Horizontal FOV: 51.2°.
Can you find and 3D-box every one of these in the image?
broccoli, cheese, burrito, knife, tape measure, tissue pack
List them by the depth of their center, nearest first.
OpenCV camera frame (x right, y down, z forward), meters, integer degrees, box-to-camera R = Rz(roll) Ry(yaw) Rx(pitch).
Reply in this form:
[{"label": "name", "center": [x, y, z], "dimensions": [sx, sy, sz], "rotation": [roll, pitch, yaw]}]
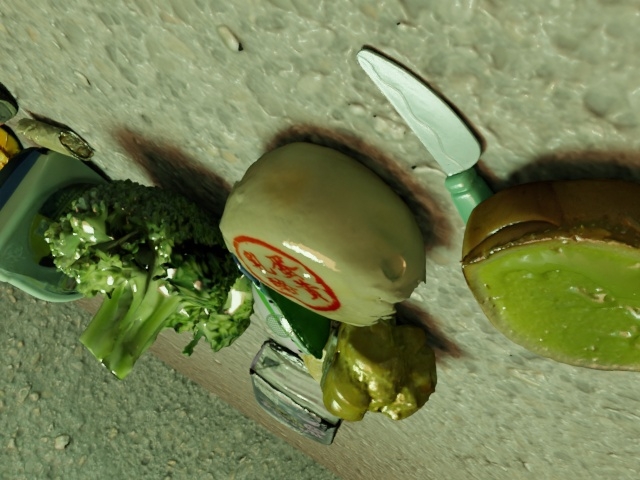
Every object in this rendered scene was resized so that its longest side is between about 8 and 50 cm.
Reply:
[{"label": "knife", "center": [0.124, -0.077, 0.623], "dimensions": [0.063, 0.035, 0.260], "rotation": [-5, 134, 50]}, {"label": "cheese", "center": [-0.065, 0.075, 1.021], "dimensions": [0.320, 0.083, 0.204], "rotation": [50, -169, -52]}, {"label": "broccoli", "center": [-0.260, 0.051, 1.085], "dimensions": [0.277, 0.317, 0.338], "rotation": [35, 134, 14]}, {"label": "burrito", "center": [-0.469, -0.180, 1.174], "dimensions": [0.149, 0.041, 0.055], "rotation": [21, 168, 19]}, {"label": "tape measure", "center": [-0.495, -0.015, 1.252], "dimensions": [0.138, 0.259, 0.262], "rotation": [14, 159, 43]}, {"label": "tissue pack", "center": [-0.055, 0.404, 1.712], "dimensions": [0.259, 0.122, 0.361], "rotation": [30, 159, 12]}]

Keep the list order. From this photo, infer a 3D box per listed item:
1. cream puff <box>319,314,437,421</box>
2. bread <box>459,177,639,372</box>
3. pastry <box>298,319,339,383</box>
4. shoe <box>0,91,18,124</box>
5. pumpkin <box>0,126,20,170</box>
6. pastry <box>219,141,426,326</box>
[{"label": "cream puff", "center": [0.092, 0.204, 1.052], "dimensions": [0.194, 0.195, 0.221], "rotation": [31, 162, 6]}, {"label": "bread", "center": [0.240, 0.038, 0.599], "dimensions": [0.236, 0.070, 0.236], "rotation": [17, 149, 11]}, {"label": "pastry", "center": [0.004, 0.208, 1.271], "dimensions": [0.121, 0.089, 0.258], "rotation": [29, 156, 18]}, {"label": "shoe", "center": [-0.610, -0.227, 1.216], "dimensions": [0.074, 0.077, 0.194], "rotation": [44, 155, -23]}, {"label": "pumpkin", "center": [-0.711, -0.115, 1.427], "dimensions": [0.139, 0.190, 0.280], "rotation": [28, 156, 15]}, {"label": "pastry", "center": [0.002, 0.000, 0.810], "dimensions": [0.264, 0.133, 0.265], "rotation": [25, 159, 10]}]
